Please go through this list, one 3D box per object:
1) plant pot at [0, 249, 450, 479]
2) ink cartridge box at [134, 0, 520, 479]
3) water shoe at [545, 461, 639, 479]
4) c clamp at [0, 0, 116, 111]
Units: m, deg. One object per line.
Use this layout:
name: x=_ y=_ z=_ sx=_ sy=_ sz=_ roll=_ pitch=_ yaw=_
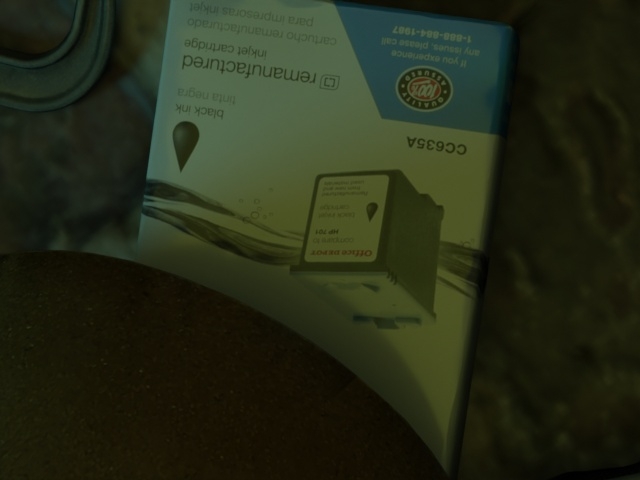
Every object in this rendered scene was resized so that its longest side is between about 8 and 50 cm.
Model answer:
plant pot: x=-0.102 y=0.174 z=0.564 sx=0.237 sy=0.237 sz=0.254 roll=25 pitch=51 yaw=6
ink cartridge box: x=0.000 y=0.000 z=0.681 sx=0.139 sy=0.082 sz=0.191 roll=8 pitch=91 yaw=6
water shoe: x=0.147 y=0.111 z=0.673 sx=0.203 sy=0.080 sz=0.073 roll=-1 pitch=95 yaw=-18
c clamp: x=-0.159 y=-0.130 z=0.720 sx=0.160 sy=0.022 sz=0.137 roll=20 pitch=101 yaw=4
